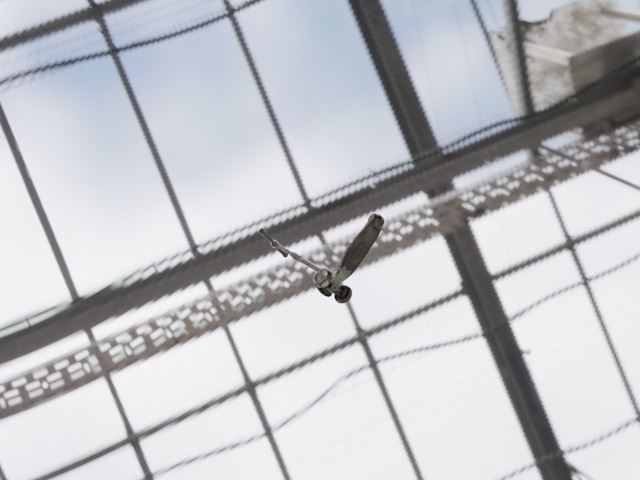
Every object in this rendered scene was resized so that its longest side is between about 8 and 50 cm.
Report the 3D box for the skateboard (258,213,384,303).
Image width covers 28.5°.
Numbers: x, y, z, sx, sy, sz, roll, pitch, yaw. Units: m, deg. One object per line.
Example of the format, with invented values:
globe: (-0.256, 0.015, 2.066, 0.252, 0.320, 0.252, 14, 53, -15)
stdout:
skateboard: (0.000, 0.000, 0.836, 0.032, 0.083, 0.064, 40, -100, -41)
